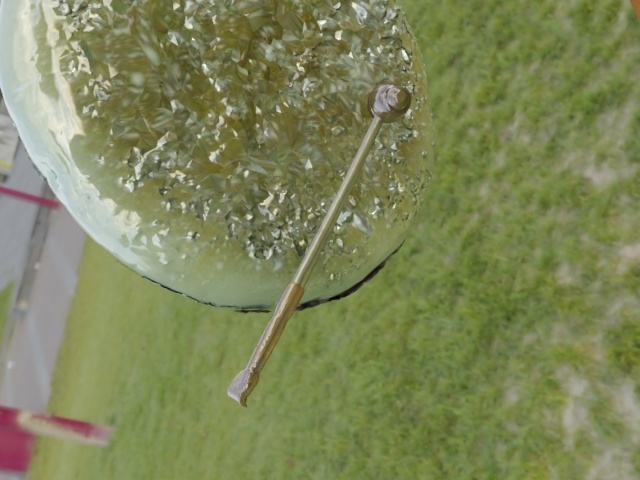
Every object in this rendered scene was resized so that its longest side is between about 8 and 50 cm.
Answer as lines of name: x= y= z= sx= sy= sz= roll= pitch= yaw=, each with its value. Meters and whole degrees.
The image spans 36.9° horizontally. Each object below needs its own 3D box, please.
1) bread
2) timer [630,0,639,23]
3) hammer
bread: x=-0.041 y=-0.089 z=0.525 sx=0.040 sy=0.267 sz=0.267 roll=-31 pitch=46 yaw=56
timer: x=0.280 y=-0.254 z=0.560 sx=0.161 sy=0.257 sz=0.250 roll=17 pitch=72 yaw=43
hammer: x=0.000 y=0.000 z=0.326 sx=0.123 sy=0.014 sz=0.029 roll=-64 pitch=10 yaw=-8
